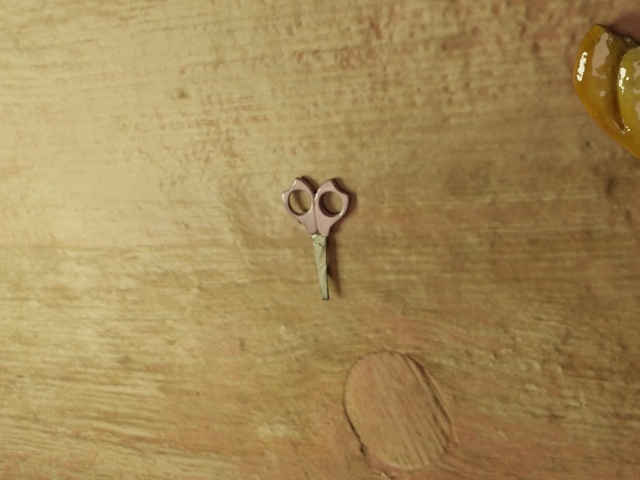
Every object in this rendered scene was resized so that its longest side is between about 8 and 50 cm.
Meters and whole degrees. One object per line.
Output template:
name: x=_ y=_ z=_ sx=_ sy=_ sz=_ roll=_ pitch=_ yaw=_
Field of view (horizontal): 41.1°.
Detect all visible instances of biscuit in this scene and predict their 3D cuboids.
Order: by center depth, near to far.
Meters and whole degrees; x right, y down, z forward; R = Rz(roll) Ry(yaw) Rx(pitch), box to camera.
biscuit: x=0.455 y=-0.157 z=1.075 sx=0.299 sy=0.045 sz=0.154 roll=22 pitch=124 yaw=11

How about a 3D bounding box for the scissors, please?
scissors: x=0.000 y=0.000 z=1.357 sx=0.110 sy=0.021 sz=0.212 roll=2 pitch=117 yaw=18
